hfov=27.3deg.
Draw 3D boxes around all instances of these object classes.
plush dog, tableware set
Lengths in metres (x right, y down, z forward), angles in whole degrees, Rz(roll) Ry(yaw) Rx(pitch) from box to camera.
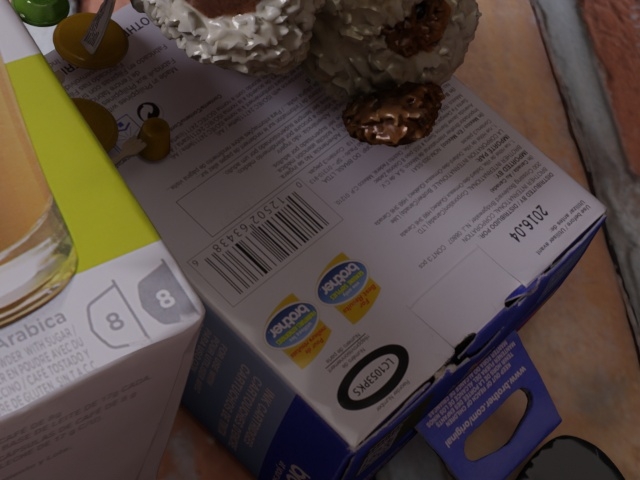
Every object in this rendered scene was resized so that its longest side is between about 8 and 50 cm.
[{"bbox_3d":[-0.003,-0.165,0.829,0.225,0.210,0.262,25,61,-20],"label":"plush dog"},{"bbox_3d":[-0.157,-0.101,0.827,0.154,0.024,0.104,41,56,14],"label":"tableware set"}]

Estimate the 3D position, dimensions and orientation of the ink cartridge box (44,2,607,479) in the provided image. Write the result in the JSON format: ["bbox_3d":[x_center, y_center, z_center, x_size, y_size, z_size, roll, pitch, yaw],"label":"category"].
[{"bbox_3d":[0.000,0.000,0.899,0.395,0.151,0.270,42,59,15],"label":"ink cartridge box"}]

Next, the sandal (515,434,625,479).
[{"bbox_3d":[0.155,0.240,0.849,0.097,0.054,0.254,21,57,-1],"label":"sandal"}]

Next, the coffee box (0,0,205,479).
[{"bbox_3d":[-0.304,0.054,0.680,0.338,0.338,0.334,-24,67,-26],"label":"coffee box"}]
